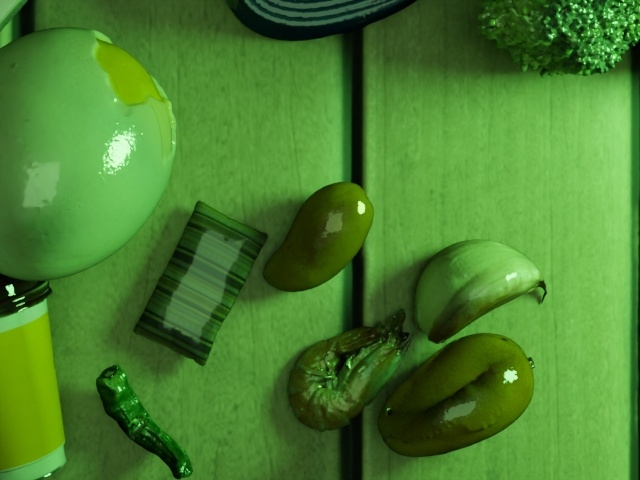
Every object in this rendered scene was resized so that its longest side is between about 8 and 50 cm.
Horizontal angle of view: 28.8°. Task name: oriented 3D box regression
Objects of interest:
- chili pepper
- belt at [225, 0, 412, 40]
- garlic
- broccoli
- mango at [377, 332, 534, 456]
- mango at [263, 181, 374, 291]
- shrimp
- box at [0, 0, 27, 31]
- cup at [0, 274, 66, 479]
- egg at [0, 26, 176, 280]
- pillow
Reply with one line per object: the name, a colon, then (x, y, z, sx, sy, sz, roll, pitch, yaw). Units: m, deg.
chili pepper: (-0.240, 0.250, 1.682, 0.182, 0.073, 0.050, 48, 60, -2)
belt: (0.034, -0.399, 1.698, 0.347, 0.117, 0.212, -20, 93, -9)
garlic: (0.228, 0.058, 1.743, 0.207, 0.115, 0.128, -19, 88, -12)
broccoli: (0.322, -0.352, 1.681, 0.260, 0.235, 0.288, 6, 110, 5)
mango: (0.188, 0.217, 1.713, 0.236, 0.166, 0.136, -30, 91, -9)
mango: (0.000, 0.000, 1.717, 0.102, 0.085, 0.184, 40, 89, -8)
shrimp: (0.043, 0.172, 1.744, 0.115, 0.051, 0.217, 45, 86, -6)
box: (-0.480, -0.347, 1.637, 0.175, 0.062, 0.260, 40, 85, -8)
cup: (-0.420, 0.170, 1.599, 0.196, 0.196, 0.279, -14, 100, -10)
egg: (-0.329, -0.101, 1.537, 0.283, 0.345, 0.283, 7, 130, 8)
pillow: (-0.164, 0.058, 1.711, 0.113, 0.038, 0.203, 27, 85, -6)
